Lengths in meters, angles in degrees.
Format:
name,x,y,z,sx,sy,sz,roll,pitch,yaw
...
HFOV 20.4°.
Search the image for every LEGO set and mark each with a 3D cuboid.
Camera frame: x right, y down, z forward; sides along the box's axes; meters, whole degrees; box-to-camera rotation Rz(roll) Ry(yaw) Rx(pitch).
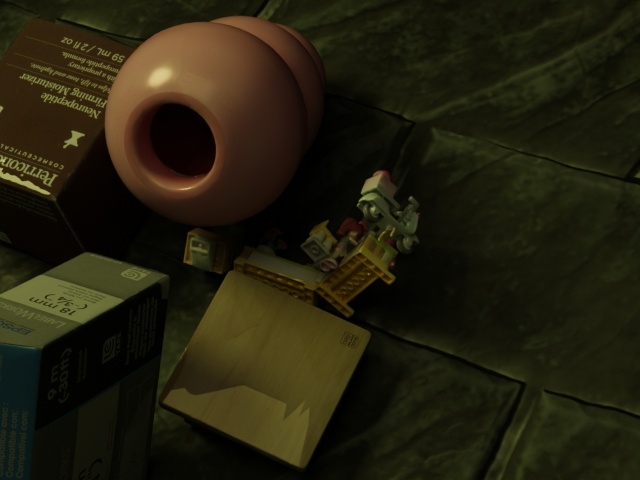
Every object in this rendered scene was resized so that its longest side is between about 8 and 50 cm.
name,x,y,z,sx,sy,sz,roll,pitch,yaw
LEGO set,0.000,0.000,1.839,0.287,0.132,0.107,-12,32,41

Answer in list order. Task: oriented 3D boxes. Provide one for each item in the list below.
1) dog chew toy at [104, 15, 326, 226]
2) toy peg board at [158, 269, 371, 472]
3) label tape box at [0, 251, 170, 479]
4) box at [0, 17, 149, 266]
name,x,y,z,sx,sy,sz,roll,pitch,yaw
dog chew toy,-0.089,-0.141,1.858,0.206,0.207,0.332,6,20,17
toy peg board,-0.055,0.141,1.786,0.160,0.079,0.161,24,66,9
label tape box,-0.272,0.174,1.612,0.106,0.241,0.333,17,22,21
box,-0.274,-0.099,1.927,0.168,0.167,0.203,19,64,24
